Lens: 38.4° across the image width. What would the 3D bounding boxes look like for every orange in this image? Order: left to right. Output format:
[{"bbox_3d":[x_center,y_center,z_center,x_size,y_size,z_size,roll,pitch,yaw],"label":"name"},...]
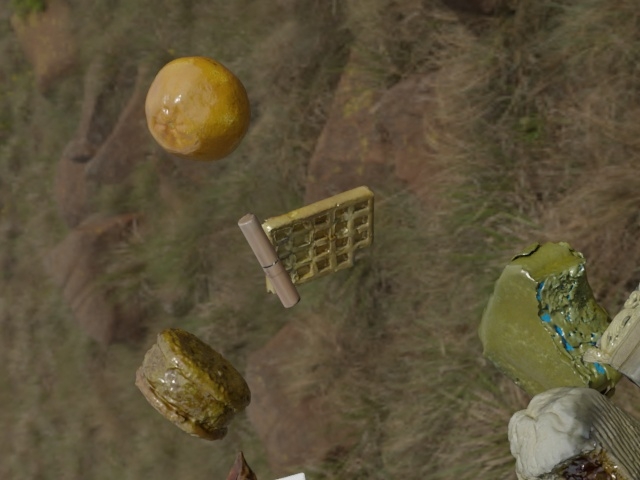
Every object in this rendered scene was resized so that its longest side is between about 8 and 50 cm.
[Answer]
[{"bbox_3d":[-0.182,-0.188,1.336,0.159,0.136,0.159,11,117,23],"label":"orange"}]

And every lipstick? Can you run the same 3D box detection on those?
[{"bbox_3d":[-0.045,0.018,0.824,0.019,0.019,0.094,15,138,57],"label":"lipstick"}]

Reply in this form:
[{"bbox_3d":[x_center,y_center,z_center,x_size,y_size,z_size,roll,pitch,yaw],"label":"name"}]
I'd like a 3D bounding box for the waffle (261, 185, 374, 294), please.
[{"bbox_3d":[0.000,0.000,0.976,0.021,0.135,0.092,36,137,48],"label":"waffle"}]

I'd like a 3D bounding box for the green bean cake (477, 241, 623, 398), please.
[{"bbox_3d":[0.500,0.173,1.858,0.310,0.202,0.285,46,143,25],"label":"green bean cake"}]

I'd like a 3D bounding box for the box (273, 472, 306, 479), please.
[{"bbox_3d":[-0.079,0.364,0.803,0.116,0.203,0.274,89,167,-69],"label":"box"}]

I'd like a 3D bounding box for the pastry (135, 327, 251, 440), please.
[{"bbox_3d":[-0.200,0.228,1.460,0.103,0.188,0.189,-51,42,4],"label":"pastry"}]

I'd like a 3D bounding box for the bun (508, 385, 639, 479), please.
[{"bbox_3d":[0.433,0.378,1.533,0.205,0.281,0.282,-34,64,35],"label":"bun"}]

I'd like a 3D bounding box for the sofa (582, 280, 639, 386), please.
[{"bbox_3d":[0.464,0.136,1.035,0.200,0.258,0.182,-54,21,-3],"label":"sofa"}]

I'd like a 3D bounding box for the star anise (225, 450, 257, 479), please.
[{"bbox_3d":[-0.086,0.353,1.052,0.111,0.196,0.212,-15,92,40],"label":"star anise"}]
